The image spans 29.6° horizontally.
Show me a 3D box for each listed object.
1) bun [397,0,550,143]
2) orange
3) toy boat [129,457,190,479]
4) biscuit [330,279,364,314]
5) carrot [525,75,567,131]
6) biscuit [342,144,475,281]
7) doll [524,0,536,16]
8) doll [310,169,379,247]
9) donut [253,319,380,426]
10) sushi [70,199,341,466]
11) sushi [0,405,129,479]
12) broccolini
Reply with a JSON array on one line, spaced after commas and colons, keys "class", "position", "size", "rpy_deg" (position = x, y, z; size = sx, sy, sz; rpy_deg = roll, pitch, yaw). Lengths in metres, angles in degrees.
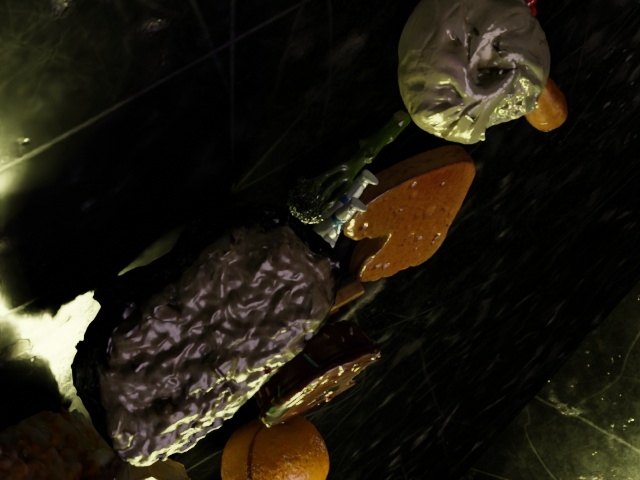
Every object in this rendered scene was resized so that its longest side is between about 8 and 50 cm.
[{"class": "bun", "position": [0.202, -0.218, 1.535], "size": [0.237, 0.116, 0.210], "rpy_deg": [29, 105, -38]}, {"class": "orange", "position": [-0.080, 0.378, 2.086], "size": [0.193, 0.161, 0.193], "rpy_deg": [-17, -170, 3]}, {"class": "toy boat", "position": [-0.269, 0.384, 1.925], "size": [0.072, 0.064, 0.206], "rpy_deg": [-31, 158, 6]}, {"class": "biscuit", "position": [-0.033, 0.127, 1.852], "size": [0.236, 0.040, 0.144], "rpy_deg": [-24, 164, -47]}, {"class": "carrot", "position": [0.333, -0.236, 1.866], "size": [0.072, 0.072, 0.205], "rpy_deg": [-45, 155, 2]}, {"class": "biscuit", "position": [0.113, -0.033, 1.865], "size": [0.262, 0.052, 0.277], "rpy_deg": [-24, 151, -30]}, {"class": "doll", "position": [0.224, -0.266, 1.643], "size": [0.195, 0.062, 0.104], "rpy_deg": [-45, 170, -17]}, {"class": "doll", "position": [0.000, 0.000, 1.698], "size": [0.227, 0.057, 0.114], "rpy_deg": [-46, -163, 33]}, {"class": "donut", "position": [-0.018, 0.214, 1.979], "size": [0.216, 0.096, 0.230], "rpy_deg": [-26, 166, -16]}, {"class": "sushi", "position": [-0.137, 0.099, 1.432], "size": [0.350, 0.211, 0.171], "rpy_deg": [-41, -163, -11]}, {"class": "sushi", "position": [-0.430, 0.393, 1.530], "size": [0.417, 0.176, 0.417], "rpy_deg": [-37, 164, -13]}, {"class": "broccolini", "position": [0.036, -0.108, 1.632], "size": [0.216, 0.058, 0.067], "rpy_deg": [-48, 162, -18]}]
